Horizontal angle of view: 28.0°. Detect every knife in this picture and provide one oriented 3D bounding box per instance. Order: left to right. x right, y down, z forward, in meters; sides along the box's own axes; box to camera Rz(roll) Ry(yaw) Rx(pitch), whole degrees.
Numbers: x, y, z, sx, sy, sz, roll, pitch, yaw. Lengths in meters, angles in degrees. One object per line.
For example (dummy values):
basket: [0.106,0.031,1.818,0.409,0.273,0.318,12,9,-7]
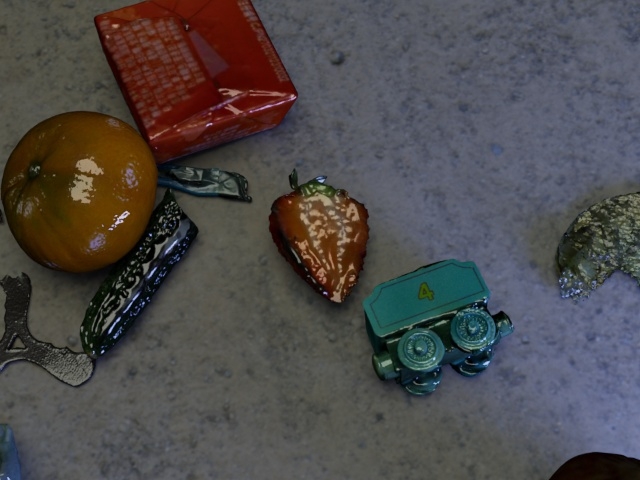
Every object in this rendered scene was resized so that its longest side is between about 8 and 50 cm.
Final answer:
knife: [-0.244,-0.095,1.878,0.296,0.026,0.044,7,79,4]

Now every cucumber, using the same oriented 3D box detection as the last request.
cucumber: [-0.257,0.048,1.790,0.077,0.077,0.265,31,72,14]

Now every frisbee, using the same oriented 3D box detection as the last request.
frisbee: [-0.418,0.131,1.791,0.211,0.012,0.187,-4,65,0]

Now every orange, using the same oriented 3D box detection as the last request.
orange: [-0.338,-0.071,1.766,0.240,0.171,0.240,-16,63,35]

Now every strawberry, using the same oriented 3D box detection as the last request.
strawberry: [0.000,-0.003,1.799,0.140,0.085,0.192,-39,76,-22]

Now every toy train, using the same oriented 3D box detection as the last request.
toy train: [0.154,0.115,1.736,0.198,0.107,0.154,-20,60,-7]

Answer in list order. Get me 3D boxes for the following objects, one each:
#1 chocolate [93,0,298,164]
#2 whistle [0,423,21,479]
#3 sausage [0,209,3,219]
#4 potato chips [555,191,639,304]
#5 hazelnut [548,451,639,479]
chocolate: [-0.184,-0.245,1.886,0.235,0.108,0.237,-21,66,-16]
whistle: [-0.387,0.388,1.597,0.189,0.189,0.348,-23,57,-8]
sausage: [-0.541,-0.080,1.879,0.198,0.025,0.028,30,102,14]
potato chips: [0.439,0.022,1.811,0.220,0.029,0.202,-2,66,-2]
hazelnut: [0.371,0.356,1.560,0.229,0.229,0.229,-1,66,1]
